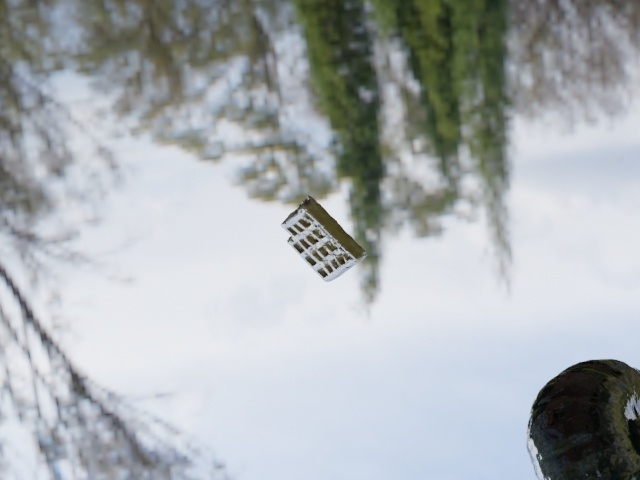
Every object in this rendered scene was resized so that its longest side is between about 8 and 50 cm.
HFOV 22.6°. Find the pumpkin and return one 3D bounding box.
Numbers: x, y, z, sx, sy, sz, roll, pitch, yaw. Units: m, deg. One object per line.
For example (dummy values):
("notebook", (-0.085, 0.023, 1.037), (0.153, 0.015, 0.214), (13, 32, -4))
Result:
("pumpkin", (0.325, 0.232, 1.767), (0.211, 0.212, 0.152), (-20, 178, -42))

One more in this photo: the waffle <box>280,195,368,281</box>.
("waffle", (0.000, 0.000, 1.716), (0.021, 0.092, 0.135), (-46, -177, -18))
